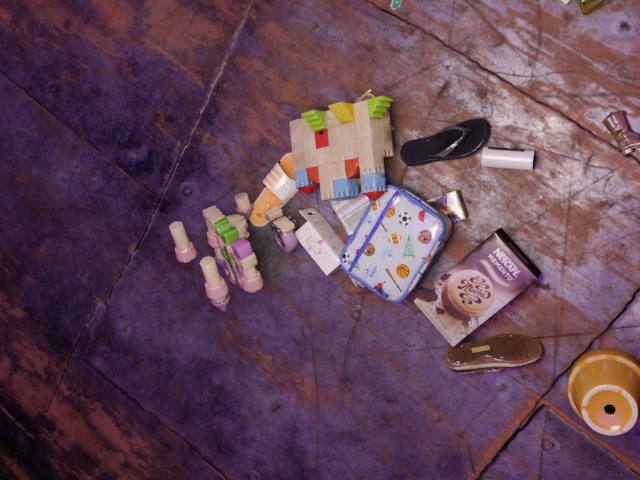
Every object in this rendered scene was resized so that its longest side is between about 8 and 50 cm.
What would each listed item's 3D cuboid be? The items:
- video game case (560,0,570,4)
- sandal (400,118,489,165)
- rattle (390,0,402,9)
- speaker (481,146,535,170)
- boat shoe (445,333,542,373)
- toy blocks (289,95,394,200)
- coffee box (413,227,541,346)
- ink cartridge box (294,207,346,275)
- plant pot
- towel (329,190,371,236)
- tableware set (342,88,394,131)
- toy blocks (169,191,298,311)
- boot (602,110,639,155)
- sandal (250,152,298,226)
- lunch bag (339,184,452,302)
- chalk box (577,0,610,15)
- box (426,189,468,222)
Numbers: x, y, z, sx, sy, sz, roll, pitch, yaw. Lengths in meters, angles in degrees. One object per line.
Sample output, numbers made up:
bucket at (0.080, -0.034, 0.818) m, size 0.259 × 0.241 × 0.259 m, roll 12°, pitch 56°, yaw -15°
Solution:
video game case at (0.604, -0.735, 1.724) m, size 0.212 × 0.023 × 0.193 m, roll 44°, pitch 110°, yaw 12°
sandal at (0.335, -0.262, 1.866) m, size 0.254 × 0.054 × 0.097 m, roll -18°, pitch 68°, yaw 24°
rattle at (0.239, -0.702, 1.822) m, size 0.199 × 0.143 × 0.130 m, roll -22°, pitch 107°, yaw 18°
speaker at (0.498, -0.217, 1.820) m, size 0.136 × 0.055 × 0.055 m, roll 8°, pitch 100°, yaw 22°
boat shoe at (0.476, 0.319, 1.893) m, size 0.257 × 0.095 × 0.095 m, roll -5°, pitch 53°, yaw 10°
toy blocks at (0.058, -0.225, 1.898) m, size 0.381 × 0.190 × 0.261 m, roll -6°, pitch 89°, yaw 43°
coffee box at (0.424, 0.125, 1.861) m, size 0.297 × 0.119 × 0.168 m, roll -45°, pitch 79°, yaw 21°
ink cartridge box at (0.000, 0.000, 2.023) m, size 0.067 × 0.115 × 0.198 m, roll -42°, pitch 79°, yaw 22°
plant pot at (0.727, 0.397, 1.734) m, size 0.205 × 0.188 × 0.205 m, roll 3°, pitch 98°, yaw 22°
towel at (0.105, -0.087, 2.022) m, size 0.113 × 0.023 × 0.152 m, roll -32°, pitch 82°, yaw 21°
tableware set at (0.122, -0.341, 1.979) m, size 0.141 × 0.020 × 0.169 m, roll -32°, pitch 84°, yaw 23°
toy blocks at (-0.242, 0.053, 2.053) m, size 0.288 × 0.309 × 0.260 m, roll 41°, pitch 152°, yaw 46°
boot at (0.774, -0.283, 1.710) m, size 0.106 × 0.037 × 0.114 m, roll -28°, pitch 81°, yaw 21°
sandal at (-0.140, -0.144, 2.083) m, size 0.102 × 0.076 × 0.265 m, roll 40°, pitch 110°, yaw 13°
lunch bag at (0.195, 0.010, 1.885) m, size 0.243 × 0.115 × 0.303 m, roll 37°, pitch 109°, yaw 16°
chalk box at (0.635, -0.711, 1.605) m, size 0.180 × 0.179 × 0.289 m, roll -27°, pitch 87°, yaw 23°
box at (0.289, -0.066, 1.926) m, size 0.232 × 0.058 × 0.087 m, roll -21°, pitch 89°, yaw 24°
